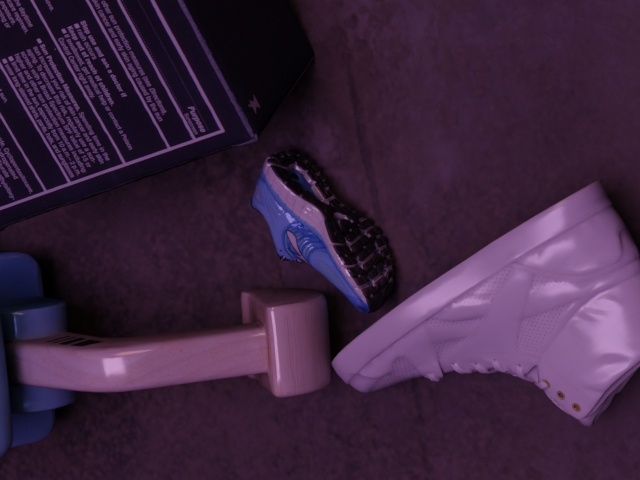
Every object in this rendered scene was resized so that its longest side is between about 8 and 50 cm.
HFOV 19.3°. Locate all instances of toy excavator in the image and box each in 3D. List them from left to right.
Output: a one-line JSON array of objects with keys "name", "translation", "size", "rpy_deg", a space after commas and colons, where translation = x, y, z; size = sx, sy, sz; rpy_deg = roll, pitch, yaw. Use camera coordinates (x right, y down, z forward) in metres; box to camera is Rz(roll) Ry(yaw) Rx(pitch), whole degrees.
[{"name": "toy excavator", "translation": [-0.269, 0.110, 1.651], "size": [0.445, 0.433, 0.222], "rpy_deg": [5, 101, 53]}]

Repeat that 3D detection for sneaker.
[{"name": "sneaker", "translation": [0.000, 0.000, 1.626], "size": [0.162, 0.063, 0.073], "rpy_deg": [52, 132, 15]}, {"name": "sneaker", "translation": [0.151, 0.094, 1.529], "size": [0.292, 0.108, 0.169], "rpy_deg": [-34, 86, 33]}]

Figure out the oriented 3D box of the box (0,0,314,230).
[{"name": "box", "translation": [-0.210, -0.200, 1.575], "size": [0.294, 0.183, 0.296], "rpy_deg": [-16, 113, 27]}]
